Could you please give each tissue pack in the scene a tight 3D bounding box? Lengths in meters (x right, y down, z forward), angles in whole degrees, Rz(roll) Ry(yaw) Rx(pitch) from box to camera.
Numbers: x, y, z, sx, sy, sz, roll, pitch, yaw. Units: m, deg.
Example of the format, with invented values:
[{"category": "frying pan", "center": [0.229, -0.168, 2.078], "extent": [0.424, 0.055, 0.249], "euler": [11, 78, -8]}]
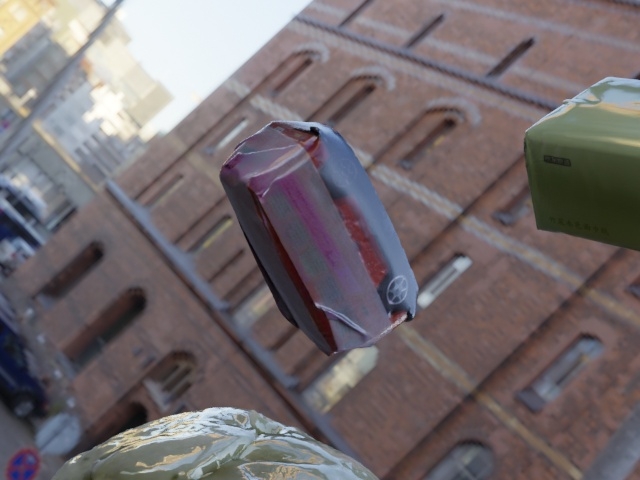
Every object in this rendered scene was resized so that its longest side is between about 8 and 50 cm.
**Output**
[{"category": "tissue pack", "center": [0.331, -0.068, 1.121], "extent": [0.234, 0.159, 0.125], "euler": [16, -53, 45]}]

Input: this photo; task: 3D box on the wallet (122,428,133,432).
[{"category": "wallet", "center": [-0.118, 0.278, 1.190], "extent": [0.161, 0.195, 0.042], "euler": [3, -10, -40]}]

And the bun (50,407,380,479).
[{"category": "bun", "center": [-0.075, 0.185, 0.600], "extent": [0.160, 0.259, 0.259], "euler": [53, -7, -25]}]

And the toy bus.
[{"category": "toy bus", "center": [0.000, 0.000, 1.436], "extent": [0.127, 0.147, 0.302], "euler": [25, -34, 55]}]
